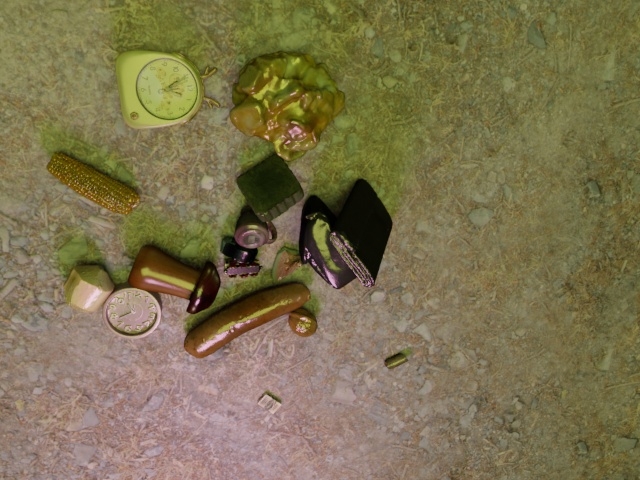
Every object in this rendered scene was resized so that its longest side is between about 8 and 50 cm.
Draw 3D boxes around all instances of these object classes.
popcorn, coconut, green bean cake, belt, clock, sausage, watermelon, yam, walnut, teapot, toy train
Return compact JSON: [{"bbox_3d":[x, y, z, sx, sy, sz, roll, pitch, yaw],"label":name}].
[{"bbox_3d":[-0.118,-0.439,1.711,0.334,0.294,0.292,35,141,-17],"label":"popcorn"},{"bbox_3d":[-0.775,0.152,1.795,0.147,0.147,0.153,34,100,-20],"label":"coconut"},{"bbox_3d":[-0.167,-0.172,1.803,0.183,0.185,0.094,-32,150,-5],"label":"green bean cake"},{"bbox_3d":[-0.286,0.031,1.877,0.140,0.105,0.058,22,107,8],"label":"belt"},{"bbox_3d":[-0.662,0.246,1.886,0.196,0.068,0.197,-3,107,-11],"label":"clock"},{"bbox_3d":[-0.272,0.278,1.952,0.500,0.123,0.136,-27,113,-4],"label":"sausage"},{"bbox_3d":[-0.475,-0.476,1.685,0.307,0.096,0.235,-5,107,-11],"label":"clock"},{"bbox_3d":[-0.125,0.089,1.958,0.101,0.080,0.155,41,111,-11],"label":"watermelon"},{"bbox_3d":[0.310,0.496,2.191,0.094,0.043,0.043,-26,111,-5],"label":"yam"},{"bbox_3d":[-0.068,0.308,2.019,0.124,0.105,0.105,35,97,-19],"label":"walnut"},{"bbox_3d":[-0.222,-0.054,1.847,0.148,0.146,0.116,-1,136,-8],"label":"teapot"},{"bbox_3d":[-0.279,0.095,1.914,0.137,0.087,0.050,-5,115,-14],"label":"toy train"}]

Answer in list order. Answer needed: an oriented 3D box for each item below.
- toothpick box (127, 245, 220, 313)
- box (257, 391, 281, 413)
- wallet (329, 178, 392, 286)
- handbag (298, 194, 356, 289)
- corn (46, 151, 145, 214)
[{"bbox_3d":[-0.491,0.131,1.828,0.294,0.192,0.192,22,101,-13],"label":"toothpick box"},{"bbox_3d":[-0.204,0.649,2.136,0.083,0.024,0.054,40,94,-20],"label":"box"},{"bbox_3d":[0.150,-0.038,1.807,0.062,0.406,0.228,-25,110,27],"label":"wallet"},{"bbox_3d":[-0.002,0.003,1.837,0.178,0.302,0.275,-39,109,9],"label":"handbag"},{"bbox_3d":[-0.725,-0.174,1.724,0.310,0.101,0.101,28,99,-21],"label":"corn"}]
